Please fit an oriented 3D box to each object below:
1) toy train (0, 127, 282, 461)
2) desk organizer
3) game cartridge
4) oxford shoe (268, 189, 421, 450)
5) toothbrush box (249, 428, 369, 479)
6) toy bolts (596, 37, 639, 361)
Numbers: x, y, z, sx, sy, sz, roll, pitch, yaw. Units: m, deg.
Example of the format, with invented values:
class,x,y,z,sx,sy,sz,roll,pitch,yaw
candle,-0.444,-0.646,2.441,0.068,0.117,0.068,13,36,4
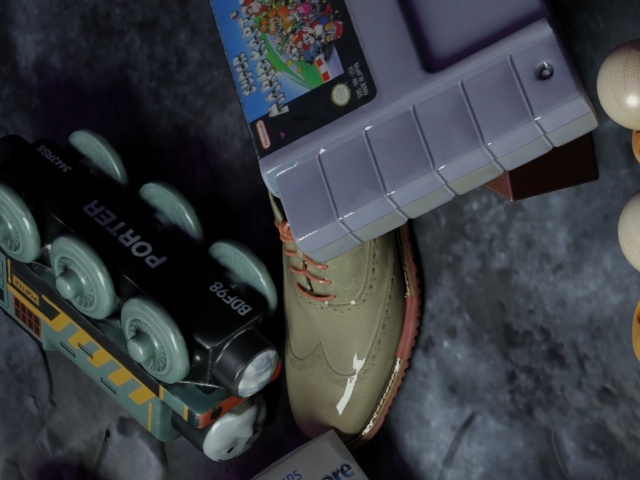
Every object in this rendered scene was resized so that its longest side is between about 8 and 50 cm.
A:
class,x,y,z,sx,sy,sz,roll,pitch,yaw
toy train,-0.163,0.046,1.594,0.334,0.142,0.190,37,144,26
desk organizer,0.147,-0.058,1.360,0.047,0.130,0.050,-8,94,37
game cartridge,0.034,-0.179,1.355,0.230,0.068,0.355,-25,58,10
oxford shoe,0.000,0.000,1.477,0.123,0.130,0.348,10,102,35
toothbrush box,0.000,0.333,1.490,0.216,0.126,0.295,-41,80,39
toy bolts,0.230,-0.004,1.212,0.218,0.158,0.228,-59,20,22
